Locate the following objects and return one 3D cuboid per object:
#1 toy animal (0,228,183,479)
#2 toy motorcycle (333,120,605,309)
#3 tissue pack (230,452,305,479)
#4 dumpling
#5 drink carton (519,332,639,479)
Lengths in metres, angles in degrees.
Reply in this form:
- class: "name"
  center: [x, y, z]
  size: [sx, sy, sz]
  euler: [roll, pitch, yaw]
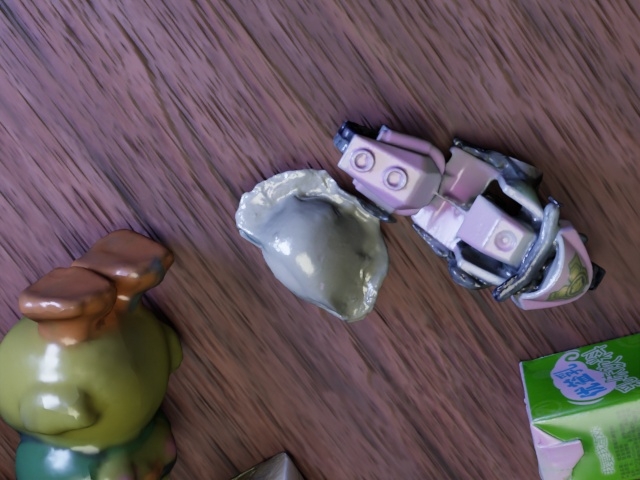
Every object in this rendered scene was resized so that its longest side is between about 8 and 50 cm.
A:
- class: "toy animal"
  center: [-0.262, 0.169, 1.719]
  size: [0.191, 0.216, 0.338]
  euler: [12, 117, 27]
- class: "toy motorcycle"
  center: [0.161, -0.027, 1.619]
  size: [0.327, 0.188, 0.143]
  euler: [30, 102, -8]
- class: "tissue pack"
  center: [-0.032, 0.391, 1.800]
  size: [0.125, 0.159, 0.234]
  euler: [-28, 107, 13]
- class: "dumpling"
  center: [0.000, 0.000, 1.688]
  size: [0.127, 0.108, 0.188]
  euler: [-44, 89, -9]
- class: "drink carton"
  center: [0.361, 0.180, 1.700]
  size: [0.271, 0.161, 0.108]
  euler: [-15, 109, 8]
